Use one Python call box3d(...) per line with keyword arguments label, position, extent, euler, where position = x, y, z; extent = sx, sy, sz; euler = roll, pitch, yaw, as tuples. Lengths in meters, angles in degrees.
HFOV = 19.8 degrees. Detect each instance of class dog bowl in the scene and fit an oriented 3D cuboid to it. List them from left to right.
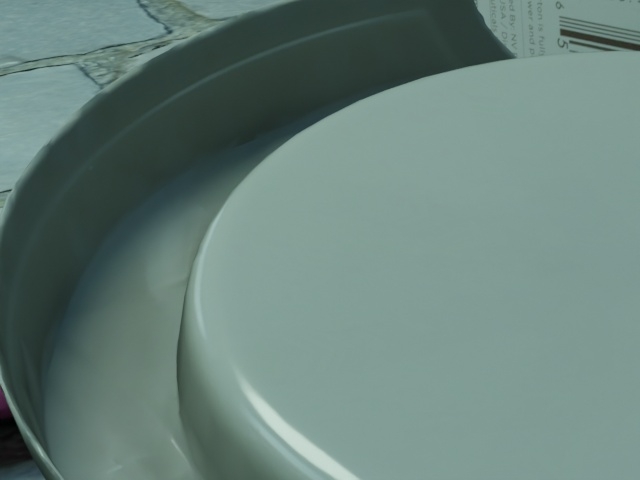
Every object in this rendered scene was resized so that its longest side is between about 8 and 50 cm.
box3d(label="dog bowl", position=(0.091, 0.039, 0.487), extent=(0.348, 0.102, 0.349), euler=(-1, 34, 1))

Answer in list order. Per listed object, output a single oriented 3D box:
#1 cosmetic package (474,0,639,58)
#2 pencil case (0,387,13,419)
box3d(label="cosmetic package", position=(0.170, -0.079, 0.791), extent=(0.183, 0.151, 0.151), euler=(-18, 24, -32))
box3d(label="pencil case", position=(-0.137, 0.033, 0.668), extent=(0.209, 0.095, 0.098), euler=(-11, -10, -11))
